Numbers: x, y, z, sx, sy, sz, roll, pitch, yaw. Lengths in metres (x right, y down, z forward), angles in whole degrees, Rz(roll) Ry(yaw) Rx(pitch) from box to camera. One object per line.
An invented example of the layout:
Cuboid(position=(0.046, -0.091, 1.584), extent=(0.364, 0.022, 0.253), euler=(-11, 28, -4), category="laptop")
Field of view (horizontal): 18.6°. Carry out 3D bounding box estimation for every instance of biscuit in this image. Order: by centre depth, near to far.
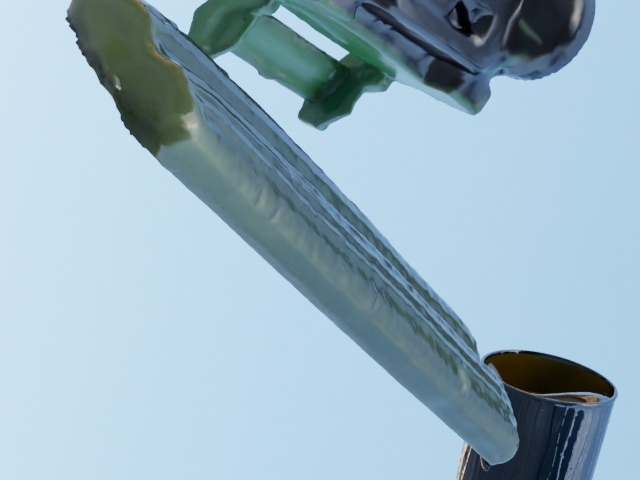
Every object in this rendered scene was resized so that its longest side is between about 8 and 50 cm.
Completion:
Cuboid(position=(0.000, 0.000, 0.790), extent=(0.038, 0.322, 0.099), euler=(-38, -129, 5), category="biscuit")

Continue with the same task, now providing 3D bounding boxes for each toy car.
Cuboid(position=(0.081, -0.239, 1.296), extent=(0.176, 0.213, 0.358), euler=(24, -92, 45), category="toy car")

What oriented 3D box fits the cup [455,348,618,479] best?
Cuboid(position=(0.182, 0.173, 1.627), extent=(0.113, 0.150, 0.138), euler=(22, -71, 31), category="cup")
